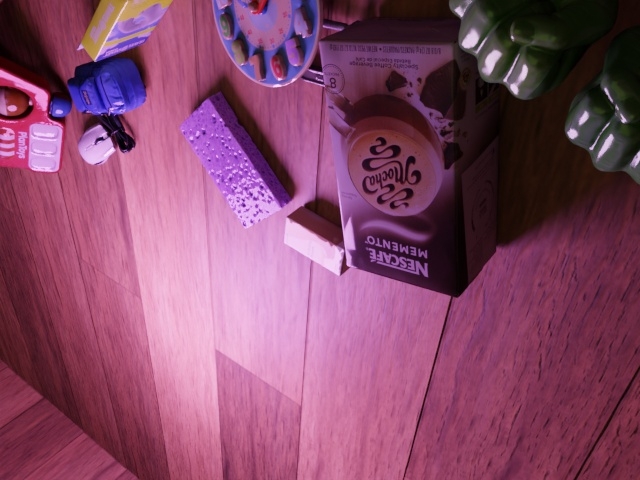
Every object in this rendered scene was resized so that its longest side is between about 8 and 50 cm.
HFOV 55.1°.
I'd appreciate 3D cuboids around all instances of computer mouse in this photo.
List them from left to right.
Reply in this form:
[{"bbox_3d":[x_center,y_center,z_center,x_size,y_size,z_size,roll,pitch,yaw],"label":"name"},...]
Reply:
[{"bbox_3d":[-0.444,-0.195,1.231,0.193,0.042,0.106,-22,103,48],"label":"computer mouse"}]

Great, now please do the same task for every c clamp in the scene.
[{"bbox_3d":[0.001,-0.262,0.793,0.160,0.022,0.137,28,133,26],"label":"c clamp"}]

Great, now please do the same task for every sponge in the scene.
[{"bbox_3d":[-0.144,-0.127,1.014,0.117,0.031,0.210,-27,99,49],"label":"sponge"}]

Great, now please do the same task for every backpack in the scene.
[{"bbox_3d":[-0.371,-0.263,1.074,0.120,0.101,0.098,9,130,34],"label":"backpack"}]

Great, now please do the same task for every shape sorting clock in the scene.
[{"bbox_3d":[-0.076,-0.304,0.798,0.206,0.040,0.206,21,121,40],"label":"shape sorting clock"}]

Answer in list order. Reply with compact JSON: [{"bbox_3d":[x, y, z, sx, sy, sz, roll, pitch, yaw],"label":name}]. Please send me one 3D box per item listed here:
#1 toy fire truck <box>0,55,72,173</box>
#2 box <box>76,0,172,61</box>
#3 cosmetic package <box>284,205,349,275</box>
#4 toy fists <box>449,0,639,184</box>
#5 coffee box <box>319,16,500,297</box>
[{"bbox_3d":[-0.649,-0.254,1.249,0.302,0.253,0.169,-55,42,47],"label":"toy fire truck"},{"bbox_3d":[-0.297,-0.342,0.941,0.042,0.109,0.178,55,139,-5],"label":"box"},{"bbox_3d":[0.000,0.000,0.964,0.115,0.041,0.060,29,134,24],"label":"cosmetic package"},{"bbox_3d":[0.242,-0.162,0.533,0.279,0.142,0.096,42,176,10],"label":"toy fists"},{"bbox_3d":[0.113,-0.101,0.731,0.168,0.119,0.297,14,126,35],"label":"coffee box"}]
